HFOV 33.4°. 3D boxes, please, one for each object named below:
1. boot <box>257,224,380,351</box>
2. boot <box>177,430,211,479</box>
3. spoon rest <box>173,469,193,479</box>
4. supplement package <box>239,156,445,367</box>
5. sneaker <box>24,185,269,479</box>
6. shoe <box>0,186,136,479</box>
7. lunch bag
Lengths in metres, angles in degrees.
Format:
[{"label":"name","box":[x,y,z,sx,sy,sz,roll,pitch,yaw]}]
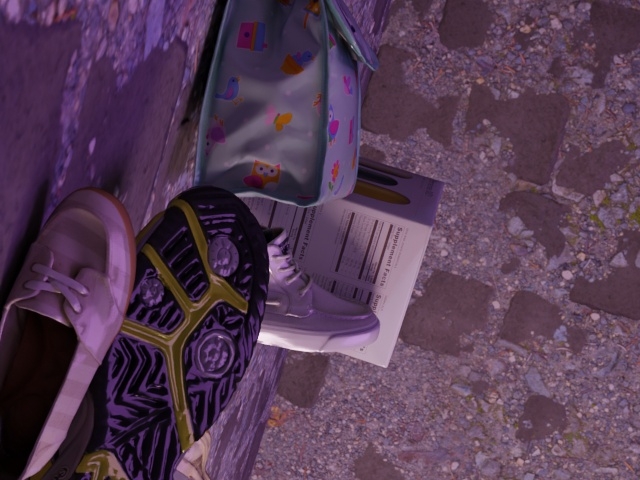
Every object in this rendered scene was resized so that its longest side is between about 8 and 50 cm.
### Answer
[{"label":"boot","box":[-0.044,0.048,1.199,0.095,0.258,0.124,-127,-134,-63]},{"label":"boot","box":[-0.207,0.372,1.369,0.262,0.095,0.203,100,9,-47]},{"label":"spoon rest","box":[-0.191,0.228,1.146,0.137,0.084,0.276,-47,159,-21]},{"label":"supplement package","box":[0.000,0.000,1.364,0.199,0.262,0.198,-60,167,-69]},{"label":"sneaker","box":[-0.168,0.128,0.866,0.147,0.145,0.385,7,-110,53]},{"label":"shoe","box":[-0.183,0.070,0.735,0.058,0.076,0.219,-77,-174,-81]},{"label":"lunch bag","box":[-0.029,-0.174,1.114,0.223,0.160,0.263,-20,117,-79]}]
